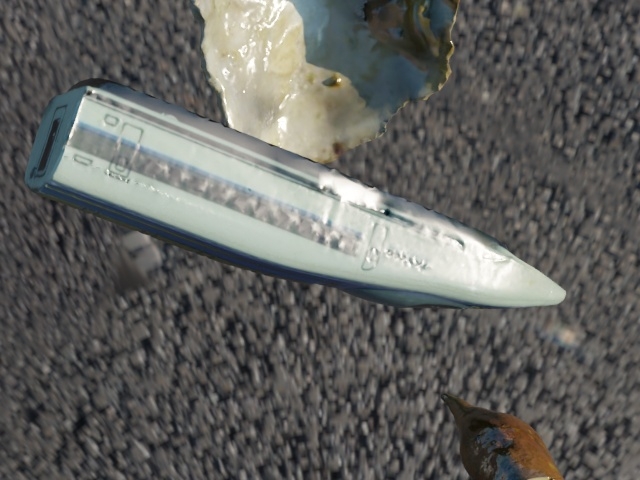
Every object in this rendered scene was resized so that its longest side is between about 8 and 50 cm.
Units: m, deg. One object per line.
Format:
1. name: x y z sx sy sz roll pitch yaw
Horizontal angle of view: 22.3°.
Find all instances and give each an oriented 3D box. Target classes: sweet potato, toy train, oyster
1. sweet potato: 0.098 0.120 0.923 0.049 0.049 0.117 -31 38 -9
2. toy train: 0.000 -0.001 0.696 0.252 0.055 0.048 21 76 -23
3. oyster: 0.003 -0.231 1.088 0.204 0.111 0.396 -10 116 -2
